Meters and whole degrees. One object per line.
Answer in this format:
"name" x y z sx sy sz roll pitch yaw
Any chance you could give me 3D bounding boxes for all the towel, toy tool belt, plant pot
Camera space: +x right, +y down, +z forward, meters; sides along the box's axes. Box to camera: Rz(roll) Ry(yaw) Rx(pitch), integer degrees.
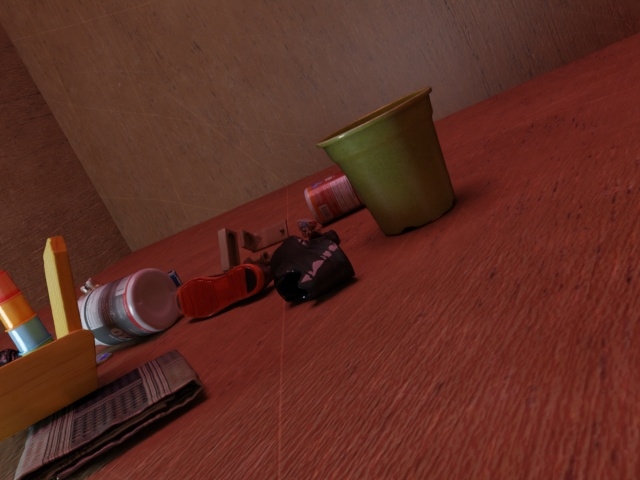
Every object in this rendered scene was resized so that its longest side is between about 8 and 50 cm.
"towel" -0.358 0.301 1.126 0.312 0.056 0.324 -27 8 -16
"towel" -0.563 0.303 1.663 0.060 0.009 0.083 -35 13 -38
"toy tool belt" -0.034 -0.034 1.904 0.052 0.051 0.083 -15 16 -31
"plant pot" 0.168 -0.161 1.446 0.276 0.254 0.276 -26 10 5

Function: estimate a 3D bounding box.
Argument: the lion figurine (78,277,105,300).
"lion figurine" -0.684 0.223 2.078 0.392 0.142 0.240 6 24 45

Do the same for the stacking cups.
"stacking cups" -0.673 0.214 1.534 0.096 0.316 0.096 -25 9 4

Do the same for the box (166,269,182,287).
"box" -0.541 0.160 2.156 0.168 0.054 0.059 -30 11 -13

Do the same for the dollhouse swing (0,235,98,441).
"dollhouse swing" -0.606 0.203 1.306 0.315 0.305 0.347 -27 2 -26

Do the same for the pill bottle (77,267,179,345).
"pill bottle" -0.513 0.183 1.706 0.283 0.161 0.161 -20 13 34

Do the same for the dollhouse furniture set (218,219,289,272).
"dollhouse furniture set" -0.171 0.013 1.732 0.123 0.144 0.151 -21 -24 26

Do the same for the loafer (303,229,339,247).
"loafer" 0.000 0.000 1.598 0.062 0.061 0.170 -24 11 22

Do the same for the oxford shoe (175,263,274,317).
"oxford shoe" -0.226 0.121 1.558 0.271 0.097 0.098 -16 -5 28

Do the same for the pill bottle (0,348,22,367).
"pill bottle" -0.868 0.369 1.779 0.219 0.123 0.123 -28 11 -3

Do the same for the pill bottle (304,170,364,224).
"pill bottle" 0.071 -0.142 1.931 0.216 0.121 0.121 -25 11 10

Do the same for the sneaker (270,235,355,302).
"sneaker" -0.051 0.064 1.336 0.130 0.109 0.286 -38 13 -22
